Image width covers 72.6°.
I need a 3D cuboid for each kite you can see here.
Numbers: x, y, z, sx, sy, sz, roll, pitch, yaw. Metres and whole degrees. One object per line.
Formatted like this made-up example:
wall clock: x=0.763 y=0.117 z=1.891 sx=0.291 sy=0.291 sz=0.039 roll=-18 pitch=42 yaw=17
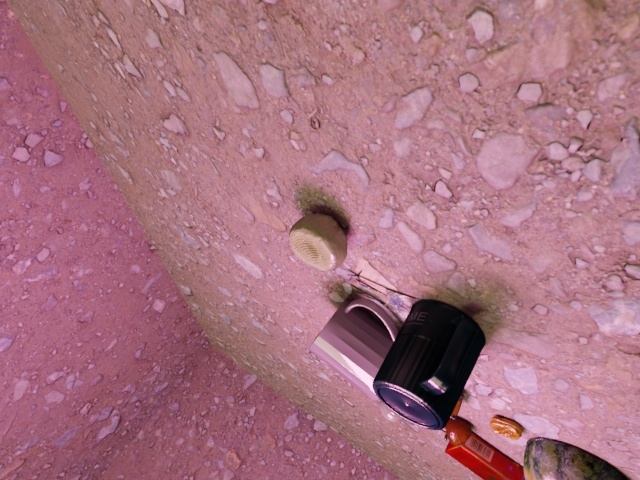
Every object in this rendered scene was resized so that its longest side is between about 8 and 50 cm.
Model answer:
kite: x=0.225 y=0.202 z=1.451 sx=0.309 sy=0.015 sz=0.169 roll=22 pitch=148 yaw=28

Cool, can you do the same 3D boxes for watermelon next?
watermelon: x=0.828 y=0.776 z=1.431 sx=0.180 sy=0.224 sz=0.305 roll=4 pitch=171 yaw=-37

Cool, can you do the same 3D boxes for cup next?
cup: x=0.331 y=0.361 z=1.254 sx=0.242 sy=0.292 sz=0.308 roll=50 pitch=149 yaw=-19
cup: x=0.170 y=0.372 z=1.565 sx=0.326 sy=0.237 sz=0.323 roll=36 pitch=125 yaw=10

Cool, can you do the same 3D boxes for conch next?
conch: x=0.347 y=0.732 z=1.938 sx=0.172 sy=0.131 sz=0.200 roll=10 pitch=176 yaw=5

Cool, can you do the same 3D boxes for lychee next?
lychee: x=0.548 y=0.779 z=1.790 sx=0.140 sy=0.101 sz=0.114 roll=-24 pitch=76 yaw=42

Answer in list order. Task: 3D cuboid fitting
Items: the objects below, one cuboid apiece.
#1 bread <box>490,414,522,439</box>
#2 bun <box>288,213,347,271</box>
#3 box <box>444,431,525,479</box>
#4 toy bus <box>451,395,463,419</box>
bread: x=0.662 y=0.668 z=1.559 sx=0.110 sy=0.044 sz=0.083 roll=5 pitch=133 yaw=44
bun: x=0.000 y=0.000 z=1.326 sx=0.195 sy=0.118 sz=0.195 roll=25 pitch=142 yaw=21
box: x=0.710 y=0.945 z=1.845 sx=0.313 sy=0.089 sz=0.197 roll=34 pitch=149 yaw=13
toy bus: x=0.442 y=0.580 z=1.631 sx=0.182 sy=0.103 sz=0.091 roll=27 pitch=173 yaw=25
